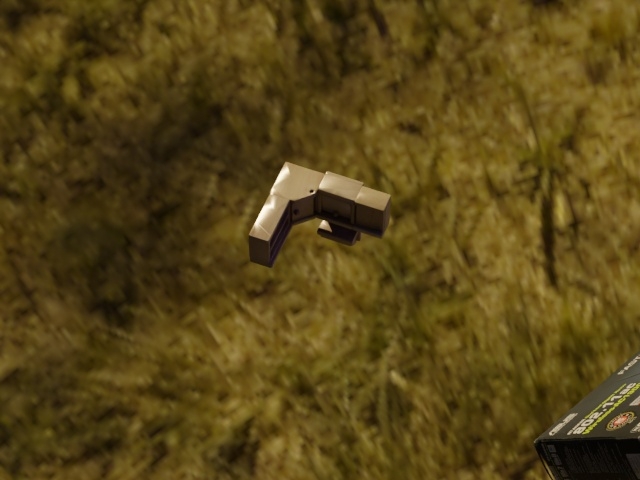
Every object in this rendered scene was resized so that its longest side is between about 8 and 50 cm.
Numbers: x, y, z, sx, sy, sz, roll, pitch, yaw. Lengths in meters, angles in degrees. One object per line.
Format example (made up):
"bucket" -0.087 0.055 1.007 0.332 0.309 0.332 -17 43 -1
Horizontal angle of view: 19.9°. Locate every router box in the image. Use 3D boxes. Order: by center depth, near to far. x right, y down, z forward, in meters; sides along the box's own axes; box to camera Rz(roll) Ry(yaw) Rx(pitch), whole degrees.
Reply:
"router box" 0.191 0.092 1.010 0.122 0.038 0.092 -35 11 -30

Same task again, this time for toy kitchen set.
"toy kitchen set" 0.000 0.000 1.342 0.083 0.068 0.075 18 55 12
